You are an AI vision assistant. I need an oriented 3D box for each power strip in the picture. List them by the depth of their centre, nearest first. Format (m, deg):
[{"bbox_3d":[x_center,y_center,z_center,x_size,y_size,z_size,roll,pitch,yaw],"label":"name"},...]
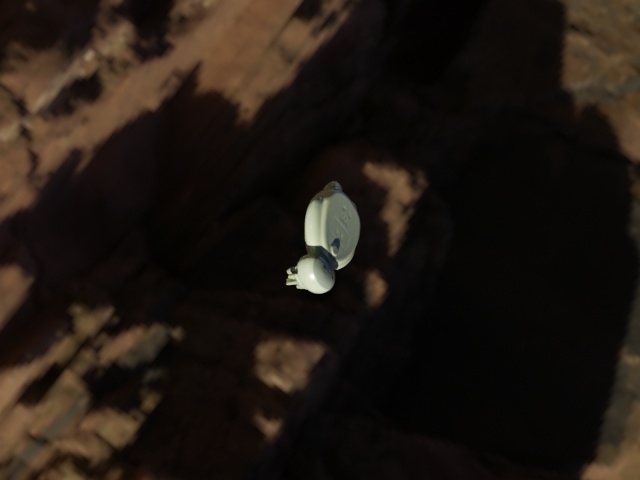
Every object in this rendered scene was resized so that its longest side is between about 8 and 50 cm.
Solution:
[{"bbox_3d":[0.000,0.000,1.114,0.035,0.055,0.083,-9,-133,34],"label":"power strip"}]
